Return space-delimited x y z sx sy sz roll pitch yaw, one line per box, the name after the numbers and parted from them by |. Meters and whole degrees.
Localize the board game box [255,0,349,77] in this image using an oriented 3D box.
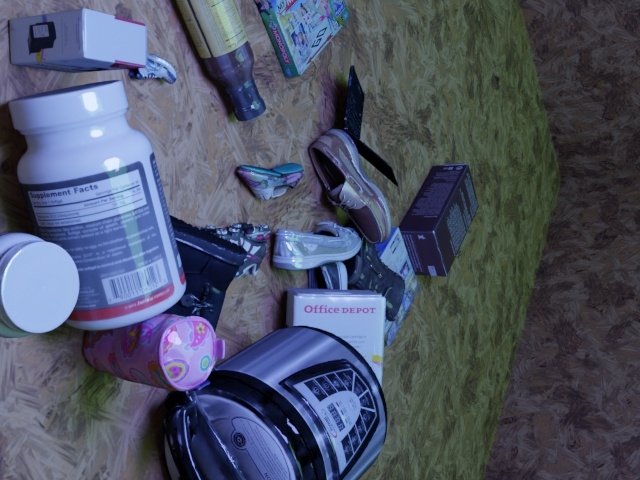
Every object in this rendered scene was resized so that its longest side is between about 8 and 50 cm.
-0.038 -0.578 1.804 0.317 0.046 0.213 -58 138 -39 | board game box

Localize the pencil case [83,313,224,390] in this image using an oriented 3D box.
-0.283 0.177 1.209 0.124 0.284 0.124 3 85 -43 | pencil case

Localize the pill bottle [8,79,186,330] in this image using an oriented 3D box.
-0.354 -0.059 1.159 0.210 0.210 0.363 -34 119 -53 | pill bottle

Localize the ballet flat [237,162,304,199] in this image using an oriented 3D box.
-0.114 -0.136 1.682 0.221 0.077 0.079 -13 121 -58 | ballet flat

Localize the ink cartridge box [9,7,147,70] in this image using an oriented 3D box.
-0.380 -0.309 1.142 0.127 0.175 0.072 -9 101 -57 | ink cartridge box

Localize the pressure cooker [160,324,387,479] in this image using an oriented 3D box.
-0.102 0.400 1.432 0.420 0.370 0.376 -24 128 -54 | pressure cooker

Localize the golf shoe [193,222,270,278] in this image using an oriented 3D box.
-0.198 0.026 1.517 0.273 0.105 0.120 -4 101 -57 | golf shoe

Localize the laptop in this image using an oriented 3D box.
0.147 -0.303 1.961 0.234 0.136 0.264 40 56 -77 | laptop

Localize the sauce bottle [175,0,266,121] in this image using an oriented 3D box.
-0.205 -0.409 1.486 0.111 0.111 0.344 -55 137 -42 | sauce bottle

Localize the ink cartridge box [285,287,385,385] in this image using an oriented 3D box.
0.029 0.273 1.744 0.226 0.131 0.306 3 92 -13 | ink cartridge box

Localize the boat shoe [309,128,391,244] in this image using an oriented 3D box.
0.068 -0.126 1.883 0.116 0.123 0.324 -30 90 -39 | boat shoe

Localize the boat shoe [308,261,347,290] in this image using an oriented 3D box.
0.018 0.197 1.858 0.105 0.113 0.306 3 85 -52 | boat shoe

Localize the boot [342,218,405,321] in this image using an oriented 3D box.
0.155 0.069 2.023 0.229 0.091 0.263 35 56 -34 | boot

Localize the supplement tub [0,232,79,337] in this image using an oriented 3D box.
-0.452 0.060 1.014 0.144 0.199 0.144 -4 95 -58 | supplement tub

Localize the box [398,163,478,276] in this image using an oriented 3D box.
0.401 -0.073 2.440 0.381 0.143 0.191 -57 137 -43 | box

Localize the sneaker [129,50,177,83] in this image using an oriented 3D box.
-0.328 -0.321 1.353 0.135 0.052 0.058 30 76 -47 | sneaker

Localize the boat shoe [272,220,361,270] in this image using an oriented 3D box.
-0.003 0.000 1.816 0.320 0.118 0.103 -14 107 -50 | boat shoe

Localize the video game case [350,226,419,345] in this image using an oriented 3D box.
0.196 0.136 2.186 0.269 0.061 0.244 -55 133 -42 | video game case

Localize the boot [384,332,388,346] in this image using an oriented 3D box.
0.083 0.358 2.000 0.236 0.089 0.269 39 61 -48 | boot

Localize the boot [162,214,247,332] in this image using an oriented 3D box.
-0.283 0.069 1.364 0.207 0.246 0.094 -64 -168 11 | boot
